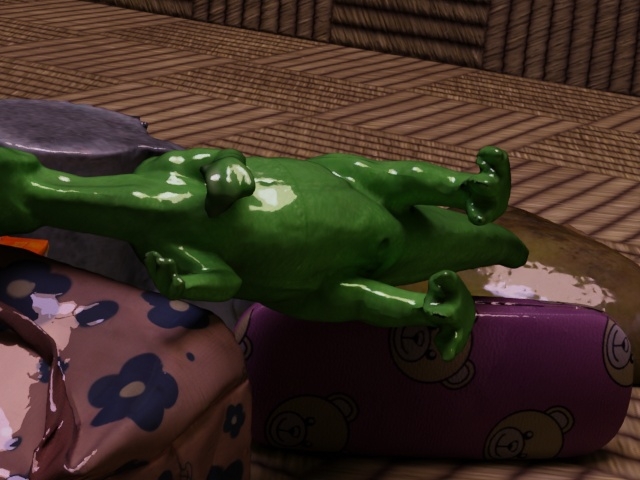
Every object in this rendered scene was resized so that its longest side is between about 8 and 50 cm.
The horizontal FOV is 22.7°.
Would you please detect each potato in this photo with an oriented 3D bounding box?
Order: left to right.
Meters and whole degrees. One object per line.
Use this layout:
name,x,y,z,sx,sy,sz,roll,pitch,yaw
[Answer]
potato,0.232,0.047,1.511,0.255,0.112,0.269,20,23,40

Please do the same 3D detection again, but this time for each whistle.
whistle,-0.190,-0.017,1.497,0.404,0.168,0.188,13,18,11

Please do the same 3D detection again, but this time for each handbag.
handbag,-0.189,0.125,0.985,0.251,0.190,0.193,16,29,19

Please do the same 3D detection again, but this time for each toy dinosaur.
toy dinosaur,-0.043,0.004,1.160,0.374,0.144,0.500,5,-4,9

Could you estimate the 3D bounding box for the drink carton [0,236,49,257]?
drink carton,-0.408,0.050,1.297,0.351,0.111,0.154,5,15,4

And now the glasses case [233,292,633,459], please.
glasses case,0.086,0.104,1.231,0.316,0.123,0.076,2,15,-8
